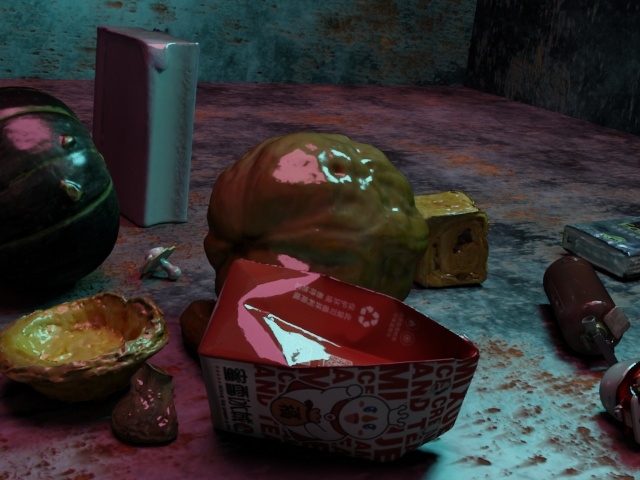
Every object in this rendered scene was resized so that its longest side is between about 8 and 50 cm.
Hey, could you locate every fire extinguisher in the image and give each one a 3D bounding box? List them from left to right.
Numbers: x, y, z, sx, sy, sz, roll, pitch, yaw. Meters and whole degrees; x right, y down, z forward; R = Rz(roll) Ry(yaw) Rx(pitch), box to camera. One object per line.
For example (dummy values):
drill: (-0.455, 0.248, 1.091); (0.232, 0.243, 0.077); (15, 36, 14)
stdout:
fire extinguisher: (0.424, 0.116, 1.338); (0.104, 0.105, 0.269); (7, 18, 3)

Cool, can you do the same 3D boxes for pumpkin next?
pumpkin: (-0.449, -0.080, 1.303); (0.241, 0.323, 0.323); (-35, 35, -20)

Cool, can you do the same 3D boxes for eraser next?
eraser: (-0.365, -0.239, 1.703); (0.122, 0.360, 0.272); (-7, 23, -35)

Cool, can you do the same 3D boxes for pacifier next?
pacifier: (-0.263, 0.044, 1.403); (0.064, 0.068, 0.083); (43, 8, 4)

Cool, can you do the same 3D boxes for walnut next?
walnut: (0.003, -0.001, 1.213); (0.306, 0.306, 0.343); (18, 13, 31)

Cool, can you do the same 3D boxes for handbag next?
handbag: (0.023, 0.144, 0.951); (0.297, 0.171, 0.151); (10, 48, 10)

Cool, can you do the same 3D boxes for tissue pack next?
tissue pack: (0.640, 0.012, 1.729); (0.235, 0.073, 0.173); (-6, 23, -30)

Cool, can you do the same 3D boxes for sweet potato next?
sweet potato: (-0.149, 0.130, 1.161); (0.081, 0.062, 0.233); (18, 9, -26)

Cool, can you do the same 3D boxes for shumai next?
shumai: (-0.197, 0.181, 0.960); (0.083, 0.081, 0.082); (21, 25, 34)

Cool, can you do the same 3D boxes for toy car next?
toy car: (0.414, 0.199, 1.085); (0.139, 0.112, 0.112); (-19, 15, -33)

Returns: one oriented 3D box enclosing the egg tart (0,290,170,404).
egg tart: (-0.288, 0.136, 1.030); (0.212, 0.090, 0.213); (-4, 18, 1)

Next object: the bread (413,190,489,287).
bread: (0.217, -0.005, 1.536); (0.158, 0.149, 0.143); (0, 16, -17)
